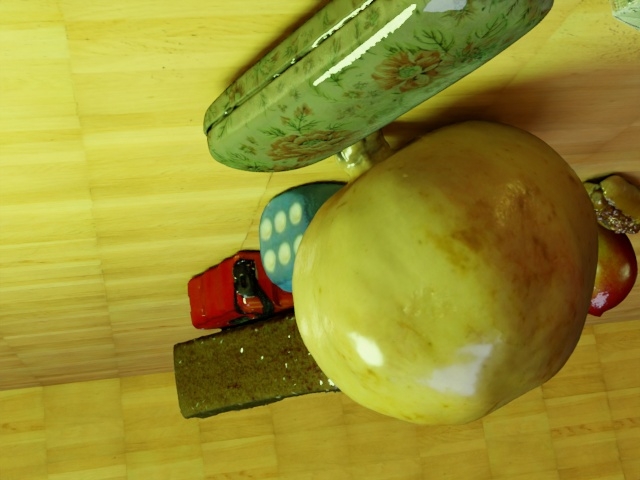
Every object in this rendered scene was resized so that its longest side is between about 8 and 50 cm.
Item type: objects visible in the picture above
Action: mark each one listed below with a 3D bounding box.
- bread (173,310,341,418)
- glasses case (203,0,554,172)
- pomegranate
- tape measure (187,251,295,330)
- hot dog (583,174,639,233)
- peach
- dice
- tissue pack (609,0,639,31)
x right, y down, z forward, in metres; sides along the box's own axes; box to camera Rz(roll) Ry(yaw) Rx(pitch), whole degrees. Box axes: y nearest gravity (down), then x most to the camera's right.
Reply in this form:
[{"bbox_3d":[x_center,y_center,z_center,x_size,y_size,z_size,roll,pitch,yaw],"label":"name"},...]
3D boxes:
[{"bbox_3d":[-0.113,0.238,1.809,0.416,0.165,0.113,-17,162,36],"label":"bread"},{"bbox_3d":[0.036,-0.163,0.902,0.156,0.098,0.425,-3,165,-37],"label":"glasses case"},{"bbox_3d":[0.155,0.020,1.198,0.411,0.412,0.411,-8,166,-2],"label":"pomegranate"},{"bbox_3d":[-0.117,0.103,1.833,0.260,0.114,0.253,3,163,-36],"label":"tape measure"},{"bbox_3d":[0.525,-0.055,1.645,0.102,0.076,0.249,-19,161,27],"label":"hot dog"},{"bbox_3d":[0.518,0.049,1.810,0.197,0.198,0.197,-8,166,-2],"label":"peach"},{"bbox_3d":[0.000,0.000,1.428,0.146,0.147,0.143,3,161,-35],"label":"dice"},{"bbox_3d":[0.271,-0.229,0.782,0.074,0.095,0.058,8,160,-44],"label":"tissue pack"}]
